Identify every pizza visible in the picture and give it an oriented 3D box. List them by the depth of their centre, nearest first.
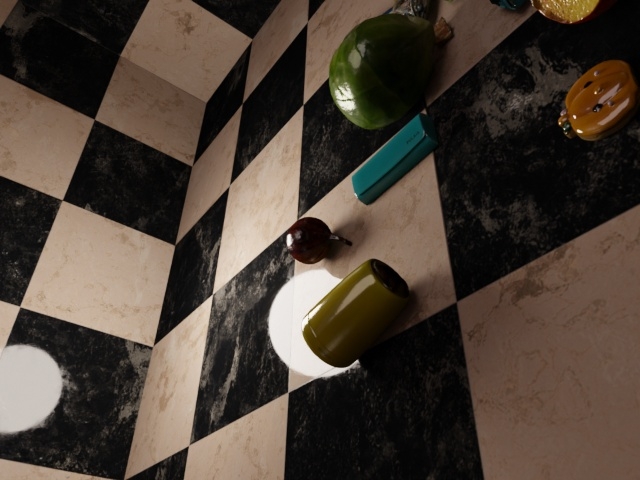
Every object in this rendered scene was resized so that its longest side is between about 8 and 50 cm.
[{"bbox_3d":[0.376,-0.631,1.687,0.100,0.029,0.099,-61,36,13],"label":"pizza"}]

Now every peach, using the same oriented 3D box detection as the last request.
[{"bbox_3d":[0.549,-0.559,1.162,0.192,0.190,0.190,-40,33,11],"label":"peach"}]

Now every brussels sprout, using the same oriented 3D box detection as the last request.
[{"bbox_3d":[0.191,-0.518,1.647,0.355,0.289,0.281,-47,13,-14],"label":"brussels sprout"}]

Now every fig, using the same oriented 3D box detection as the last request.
[{"bbox_3d":[-0.028,-0.002,1.734,0.149,0.148,0.202,-36,8,-18],"label":"fig"}]

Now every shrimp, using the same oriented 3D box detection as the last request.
[{"bbox_3d":[0.298,-0.793,1.833,0.164,0.062,0.317,-43,32,40],"label":"shrimp"}]

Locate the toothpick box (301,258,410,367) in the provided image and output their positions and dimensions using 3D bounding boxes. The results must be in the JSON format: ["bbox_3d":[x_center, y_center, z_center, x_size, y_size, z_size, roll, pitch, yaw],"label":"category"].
[{"bbox_3d":[0.094,0.174,1.373,0.271,0.175,0.175,-48,32,22],"label":"toothpick box"}]

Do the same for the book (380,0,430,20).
[{"bbox_3d":[0.225,-0.715,1.990,0.428,0.039,0.300,-13,57,56],"label":"book"}]

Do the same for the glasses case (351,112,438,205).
[{"bbox_3d":[0.210,-0.236,1.611,0.301,0.070,0.117,-40,37,36],"label":"glasses case"}]

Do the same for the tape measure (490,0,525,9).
[{"bbox_3d":[0.508,-0.667,1.429,0.125,0.081,0.146,-48,31,8],"label":"tape measure"}]

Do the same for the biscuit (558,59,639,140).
[{"bbox_3d":[0.543,-0.276,1.090,0.170,0.050,0.170,-41,36,38],"label":"biscuit"}]
